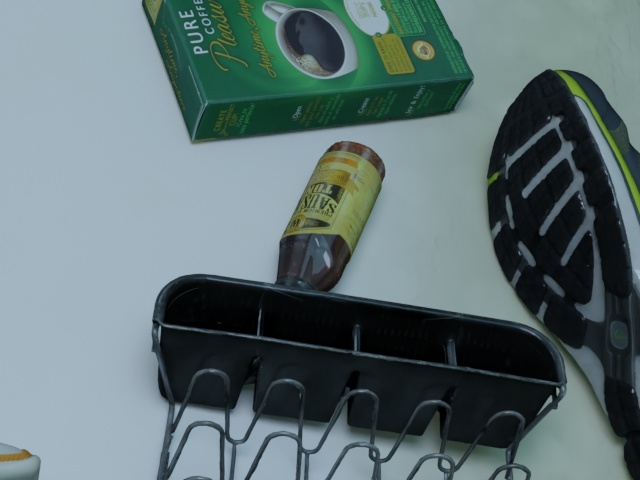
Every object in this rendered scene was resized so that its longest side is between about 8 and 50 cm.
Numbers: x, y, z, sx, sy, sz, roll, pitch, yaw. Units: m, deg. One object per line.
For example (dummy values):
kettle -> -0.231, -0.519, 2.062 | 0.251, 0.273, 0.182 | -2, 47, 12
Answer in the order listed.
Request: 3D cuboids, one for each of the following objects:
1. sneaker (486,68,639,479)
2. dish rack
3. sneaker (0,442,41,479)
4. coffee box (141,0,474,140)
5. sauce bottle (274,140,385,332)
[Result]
sneaker -> 0.200, 0.030, 0.757 | 0.121, 0.111, 0.299 | -11, 68, -37
dish rack -> 0.013, 0.146, 0.588 | 0.208, 0.074, 0.271 | 8, 44, -6
sneaker -> -0.161, 0.209, 0.481 | 0.128, 0.126, 0.321 | 4, 58, -15
coffee box -> -0.008, -0.124, 0.804 | 0.184, 0.040, 0.113 | -10, 62, -26
sauce bottle -> 0.000, 0.000, 0.726 | 0.042, 0.042, 0.128 | 26, 52, -3
